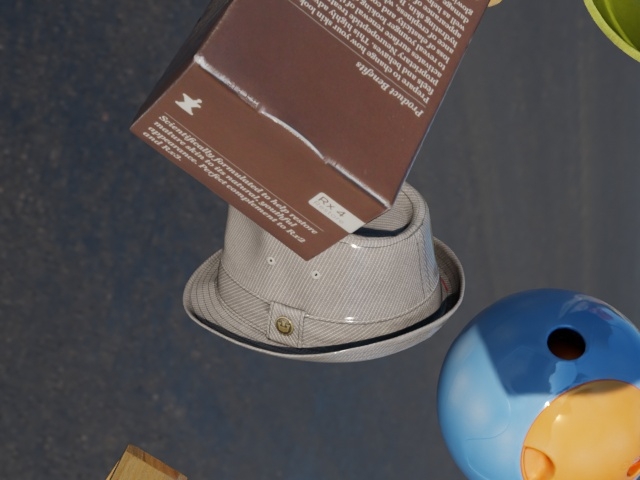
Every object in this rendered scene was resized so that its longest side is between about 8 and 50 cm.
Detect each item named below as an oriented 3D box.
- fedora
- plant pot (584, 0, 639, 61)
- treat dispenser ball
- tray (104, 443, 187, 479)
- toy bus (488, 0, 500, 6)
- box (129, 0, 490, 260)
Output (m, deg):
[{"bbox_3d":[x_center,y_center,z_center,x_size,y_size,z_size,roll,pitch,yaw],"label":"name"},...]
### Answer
[{"bbox_3d":[0.000,0.000,1.334,0.244,0.275,0.124,-35,133,-40],"label":"fedora"},{"bbox_3d":[0.537,-0.319,1.745,0.353,0.366,0.366,24,82,-61],"label":"plant pot"},{"bbox_3d":[0.292,0.205,1.814,0.288,0.288,0.288,16,90,-72],"label":"treat dispenser ball"},{"bbox_3d":[-0.272,0.405,1.367,0.411,0.076,0.203,-56,-173,27],"label":"tray"},{"bbox_3d":[0.095,-0.305,1.572,0.211,0.220,0.149,-49,158,20],"label":"toy bus"},{"bbox_3d":[0.022,-0.193,1.200,0.143,0.191,0.381,-35,-158,51],"label":"box"}]
